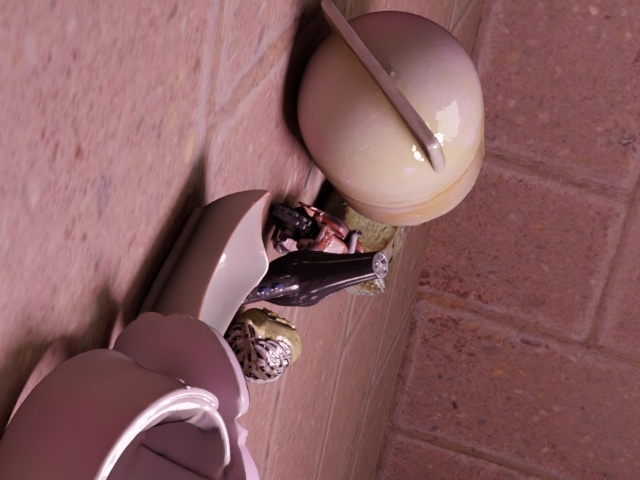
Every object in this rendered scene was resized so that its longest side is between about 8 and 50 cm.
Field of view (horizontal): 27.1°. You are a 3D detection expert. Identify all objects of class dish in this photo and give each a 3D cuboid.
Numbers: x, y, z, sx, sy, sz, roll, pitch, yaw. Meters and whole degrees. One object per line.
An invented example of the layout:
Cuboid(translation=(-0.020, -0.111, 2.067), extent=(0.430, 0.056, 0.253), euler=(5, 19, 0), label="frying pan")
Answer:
Cuboid(translation=(-0.123, 0.054, 1.356), extent=(0.151, 0.077, 0.212), euler=(95, 15, -54), label="dish")

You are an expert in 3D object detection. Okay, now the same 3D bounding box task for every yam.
Cuboid(translation=(0.063, -0.026, 2.031), extent=(0.154, 0.154, 0.254), euler=(95, 12, -49), label="yam")

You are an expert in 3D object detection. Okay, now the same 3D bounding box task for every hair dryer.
Cuboid(translation=(-0.047, 0.056, 1.636), extent=(0.219, 0.195, 0.075), euler=(-14, 92, -52), label="hair dryer")

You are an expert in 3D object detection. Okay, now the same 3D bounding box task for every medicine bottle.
Cuboid(translation=(0.091, -0.162, 1.693), extent=(0.406, 0.235, 0.236), euler=(50, 57, -79), label="medicine bottle")

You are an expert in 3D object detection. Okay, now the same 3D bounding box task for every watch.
Cuboid(translation=(-0.175, 0.178, 1.129), extent=(0.231, 0.196, 0.244), euler=(16, 90, -58), label="watch")

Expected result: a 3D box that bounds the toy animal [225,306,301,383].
Cuboid(translation=(-0.082, 0.135, 1.672), extent=(0.137, 0.098, 0.098), euler=(16, 91, -68), label="toy animal")

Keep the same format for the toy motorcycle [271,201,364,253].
Cuboid(translation=(0.000, 0.000, 1.793), extent=(0.084, 0.118, 0.212), euler=(-59, 168, -6), label="toy motorcycle")
